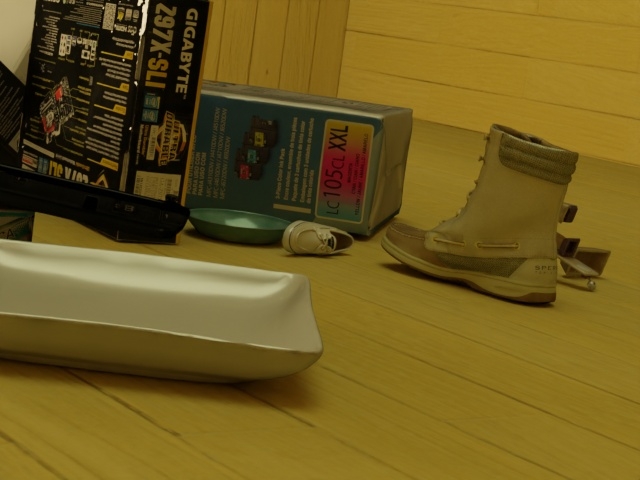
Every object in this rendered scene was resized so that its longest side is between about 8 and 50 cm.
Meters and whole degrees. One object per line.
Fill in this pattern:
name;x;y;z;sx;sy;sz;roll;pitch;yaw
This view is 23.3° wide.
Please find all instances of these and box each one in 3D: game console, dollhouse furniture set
game console;-0.291;-0.060;1.315;0.361;0.043;0.213;13;5;-10
dollhouse furniture set;0.299;0.015;1.678;0.114;0.091;0.081;3;24;-43

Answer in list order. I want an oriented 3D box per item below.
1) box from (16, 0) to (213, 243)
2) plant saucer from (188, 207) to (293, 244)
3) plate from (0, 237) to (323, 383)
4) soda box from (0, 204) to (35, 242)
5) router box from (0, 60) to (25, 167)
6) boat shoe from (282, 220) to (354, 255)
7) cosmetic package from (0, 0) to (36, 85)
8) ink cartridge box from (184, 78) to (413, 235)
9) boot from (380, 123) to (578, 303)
box;-0.234;-0.152;1.680;0.079;0.257;0.322;2;10;-31
plant saucer;-0.088;-0.014;1.679;0.119;0.021;0.119;8;9;-1
plate;-0.142;0.051;1.125;0.277;0.045;0.278;8;8;-4
soda box;-0.312;-0.016;1.378;0.063;0.058;0.183;3;11;-29
router box;-0.493;-0.198;1.946;0.309;0.081;0.243;15;-23;42
boat shoe;0.000;0.000;1.629;0.035;0.035;0.100;10;2;35
cosmetic package;-0.462;-0.245;2.171;0.366;0.155;0.197;13;-21;40
ink cartridge box;-0.102;-0.117;1.917;0.396;0.151;0.270;11;8;10
boot;0.160;-0.037;1.562;0.213;0.165;0.077;18;12;43
